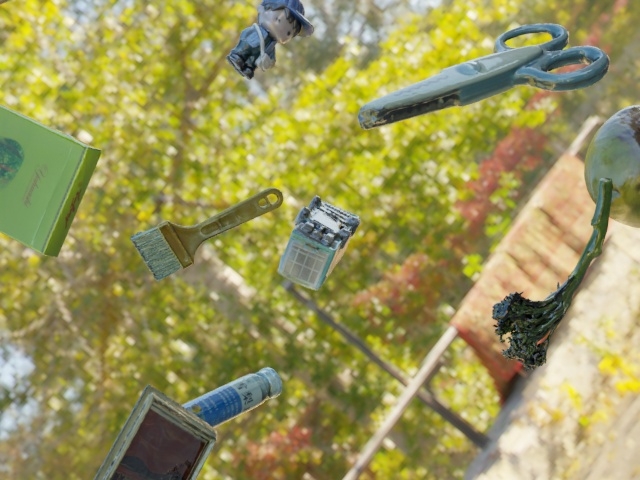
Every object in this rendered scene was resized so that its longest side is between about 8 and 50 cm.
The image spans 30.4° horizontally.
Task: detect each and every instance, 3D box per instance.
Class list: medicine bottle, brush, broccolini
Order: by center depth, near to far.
[{"bbox_3d":[0.295,0.031,1.499,0.123,0.062,0.272,31,-95,-52],"label":"broccolini"},{"bbox_3d":[-0.148,-0.017,1.609,0.218,0.082,0.010,-24,33,8],"label":"brush"},{"bbox_3d":[-0.134,0.232,1.681,0.191,0.051,0.051,-19,-26,-46],"label":"medicine bottle"}]

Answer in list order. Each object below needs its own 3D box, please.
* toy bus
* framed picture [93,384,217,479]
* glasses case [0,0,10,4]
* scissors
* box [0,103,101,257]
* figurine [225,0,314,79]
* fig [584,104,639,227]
[{"bbox_3d":[0.000,0.000,1.873,0.261,0.091,0.109,-44,-23,-76],"label":"toy bus"},{"bbox_3d":[-0.215,0.313,1.339,0.273,0.016,0.216,-63,-26,-12],"label":"framed picture"},{"bbox_3d":[-0.322,-0.247,1.126,0.204,0.051,0.081,-17,13,14],"label":"glasses case"},{"bbox_3d":[0.168,-0.172,1.266,0.289,0.138,0.041,-21,-48,-18],"label":"scissors"},{"bbox_3d":[-0.524,-0.123,1.892,0.187,0.335,0.047,-66,-22,3],"label":"box"},{"bbox_3d":[-0.076,-0.291,1.668,0.136,0.077,0.079,-43,34,-1],"label":"figurine"},{"bbox_3d":[0.456,-0.099,1.658,0.181,0.181,0.191,-51,-9,-7],"label":"fig"}]
